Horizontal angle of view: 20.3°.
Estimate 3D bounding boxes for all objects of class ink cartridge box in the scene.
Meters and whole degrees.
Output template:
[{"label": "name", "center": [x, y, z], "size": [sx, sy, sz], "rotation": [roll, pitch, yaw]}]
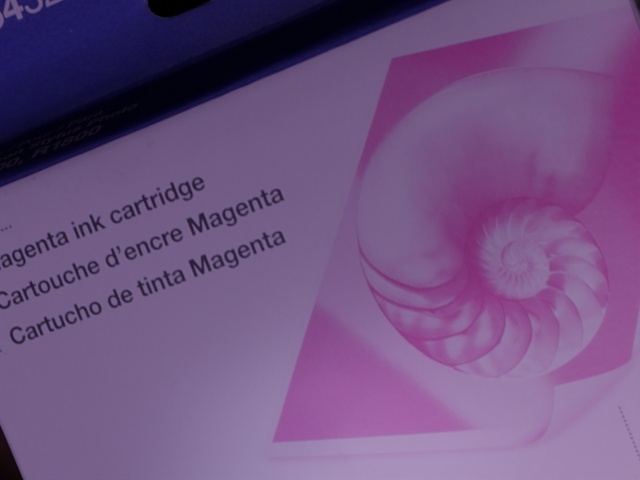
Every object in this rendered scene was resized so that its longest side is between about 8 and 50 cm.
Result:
[{"label": "ink cartridge box", "center": [0.000, 0.000, 0.754], "size": [0.324, 0.071, 0.330], "rotation": [-22, 95, 17]}]
